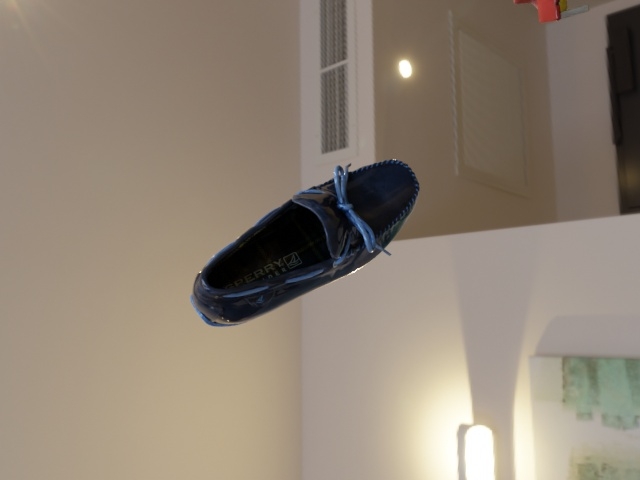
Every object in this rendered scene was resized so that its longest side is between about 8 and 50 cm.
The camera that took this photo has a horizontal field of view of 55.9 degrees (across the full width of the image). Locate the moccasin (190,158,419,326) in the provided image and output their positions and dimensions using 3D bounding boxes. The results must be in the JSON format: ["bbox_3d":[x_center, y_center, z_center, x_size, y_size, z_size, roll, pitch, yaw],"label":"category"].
[{"bbox_3d":[0.000,0.000,0.756,0.342,0.117,0.137,-38,-102,-19],"label":"moccasin"}]

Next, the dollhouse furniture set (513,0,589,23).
[{"bbox_3d":[0.411,-0.636,1.245,0.152,0.201,0.374,-15,-73,-8],"label":"dollhouse furniture set"}]
